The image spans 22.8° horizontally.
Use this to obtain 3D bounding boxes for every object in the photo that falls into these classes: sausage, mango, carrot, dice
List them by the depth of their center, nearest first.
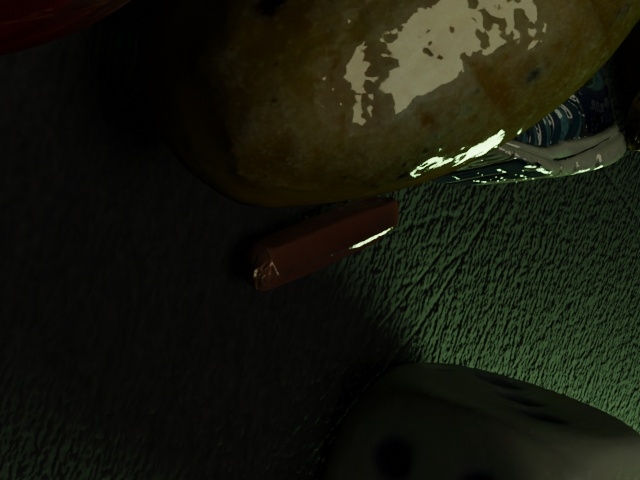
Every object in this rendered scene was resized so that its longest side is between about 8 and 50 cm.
[{"bbox_3d":[0.057,-0.133,0.863,0.329,0.175,0.176,-22,151,-26],"label":"mango"},{"bbox_3d":[0.000,0.001,1.018,0.147,0.035,0.030,-21,127,-48],"label":"sausage"},{"bbox_3d":[0.120,0.203,1.156,0.193,0.192,0.194,4,101,-55],"label":"dice"},{"bbox_3d":[0.284,-0.172,1.328,0.069,0.069,0.228,-41,139,-38],"label":"carrot"}]

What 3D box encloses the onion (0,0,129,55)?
[{"bbox_3d":[-0.135,-0.198,0.537,0.276,0.276,0.276,-31,130,-45],"label":"onion"}]

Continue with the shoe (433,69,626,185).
[{"bbox_3d":[0.142,-0.094,1.149,0.207,0.091,0.106,-14,96,-48],"label":"shoe"}]
